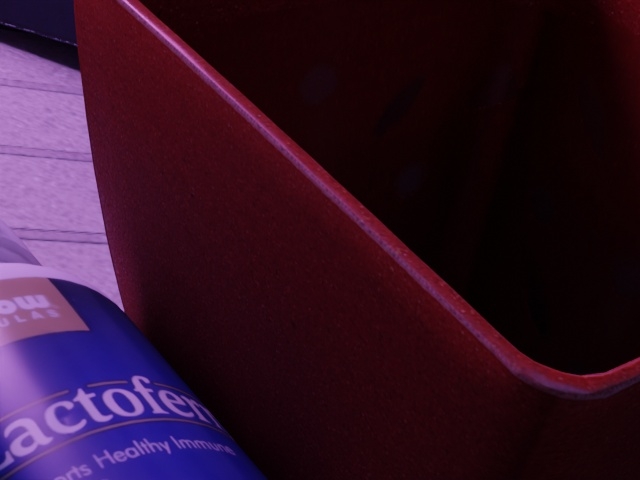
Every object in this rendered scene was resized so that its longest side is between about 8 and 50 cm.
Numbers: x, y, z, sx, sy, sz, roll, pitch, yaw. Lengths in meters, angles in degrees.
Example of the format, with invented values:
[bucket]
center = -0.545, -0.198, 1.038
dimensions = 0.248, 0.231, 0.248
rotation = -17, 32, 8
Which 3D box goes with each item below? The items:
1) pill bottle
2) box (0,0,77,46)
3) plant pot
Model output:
[pill bottle]
center = -0.108, 0.103, 0.499
dimensions = 0.153, 0.153, 0.265
rotation = -3, 35, -43
[box]
center = -0.229, -0.317, 1.179
dimensions = 0.312, 0.179, 0.343
rotation = 17, 25, -3
[plant pot]
center = 0.067, 0.027, 0.547
dimensions = 0.267, 0.235, 0.267
rotation = -17, 45, -34
